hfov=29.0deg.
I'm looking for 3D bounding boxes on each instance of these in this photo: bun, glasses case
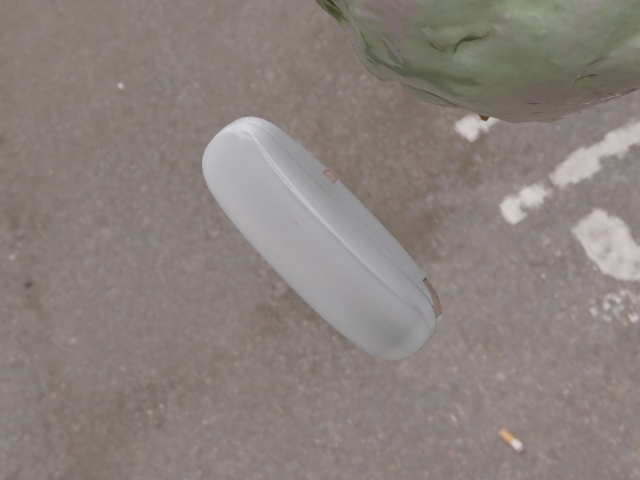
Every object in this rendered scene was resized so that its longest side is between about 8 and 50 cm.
[{"bbox_3d":[0.098,-0.142,0.587,0.293,0.187,0.293,-1,20,0],"label":"bun"},{"bbox_3d":[0.000,0.000,0.689,0.041,0.164,0.063,-45,0,-41],"label":"glasses case"}]
